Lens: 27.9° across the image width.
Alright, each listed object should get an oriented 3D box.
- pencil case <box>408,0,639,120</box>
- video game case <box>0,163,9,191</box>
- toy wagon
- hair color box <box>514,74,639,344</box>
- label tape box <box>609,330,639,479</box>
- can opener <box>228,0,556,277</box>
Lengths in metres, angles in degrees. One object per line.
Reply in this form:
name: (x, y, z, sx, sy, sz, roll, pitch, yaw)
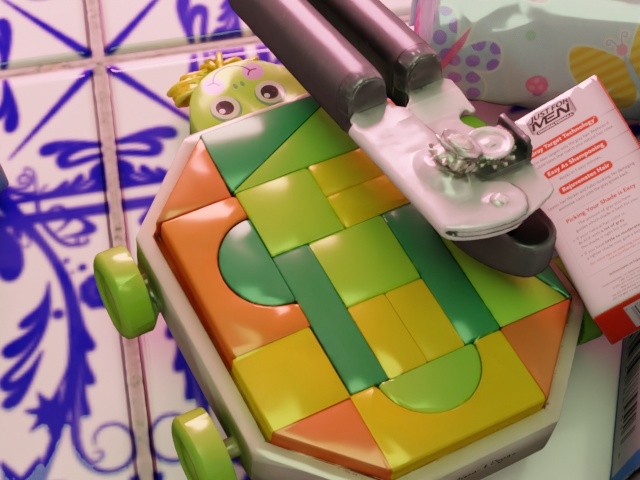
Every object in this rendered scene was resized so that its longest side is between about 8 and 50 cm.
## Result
pencil case: (0.196, -0.139, 0.846, 0.273, 0.113, 0.124, 4, 34, 1)
video game case: (-0.385, -0.053, 0.834, 0.269, 0.061, 0.244, -38, 70, -16)
toy wagon: (0.000, 0.000, 0.787, 0.267, 0.068, 0.344, -21, 62, -19)
hair color box: (0.162, -0.019, 0.738, 0.072, 0.043, 0.141, -30, 55, 13)
label tape box: (0.355, 0.053, 0.767, 0.333, 0.106, 0.241, 8, 67, 3)
can opener: (0.032, -0.082, 0.762, 0.074, 0.093, 0.280, -23, 53, -21)
